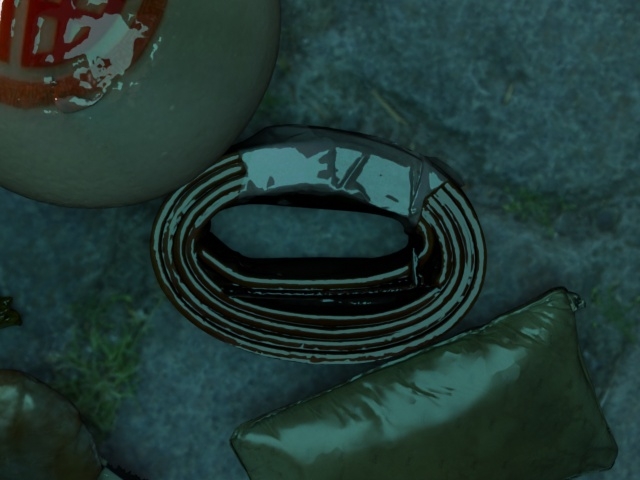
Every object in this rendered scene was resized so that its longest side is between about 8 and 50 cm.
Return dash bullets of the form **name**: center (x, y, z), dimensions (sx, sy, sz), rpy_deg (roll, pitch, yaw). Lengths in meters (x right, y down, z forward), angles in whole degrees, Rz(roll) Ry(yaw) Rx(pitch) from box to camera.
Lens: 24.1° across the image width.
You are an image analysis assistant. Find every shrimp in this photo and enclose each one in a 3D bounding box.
- **shrimp**: center (-0.265, 0.243, 1.159), dimensions (0.168, 0.077, 0.317), rpy_deg (9, 109, -12)

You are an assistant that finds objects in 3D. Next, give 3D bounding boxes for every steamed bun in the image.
- **steamed bun**: center (-0.175, -0.165, 1.089), dimensions (0.283, 0.177, 0.283), rpy_deg (-2, 79, 11)

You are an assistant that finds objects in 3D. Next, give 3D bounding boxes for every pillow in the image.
- **pillow**: center (0.094, 0.165, 1.205), dimensions (0.302, 0.075, 0.185), rpy_deg (-23, 117, -3)

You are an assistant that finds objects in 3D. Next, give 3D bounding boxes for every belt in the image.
- **belt**: center (0.000, 0.000, 1.182), dimensions (0.261, 0.105, 0.184), rpy_deg (-1, 96, 3)

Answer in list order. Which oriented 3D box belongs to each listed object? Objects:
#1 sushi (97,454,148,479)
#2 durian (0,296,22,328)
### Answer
- **sushi**: center (-0.257, 0.229, 1.214), dimensions (0.192, 0.040, 0.210), rpy_deg (29, 107, -10)
- **durian**: center (-0.390, 0.126, 1.166), dimensions (0.172, 0.166, 0.306), rpy_deg (26, 79, 32)
